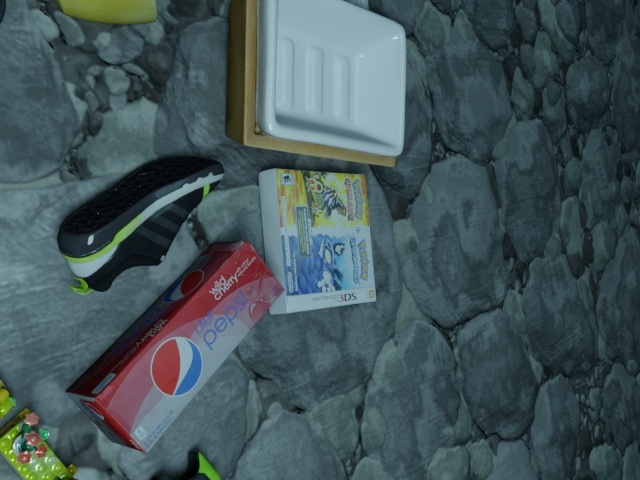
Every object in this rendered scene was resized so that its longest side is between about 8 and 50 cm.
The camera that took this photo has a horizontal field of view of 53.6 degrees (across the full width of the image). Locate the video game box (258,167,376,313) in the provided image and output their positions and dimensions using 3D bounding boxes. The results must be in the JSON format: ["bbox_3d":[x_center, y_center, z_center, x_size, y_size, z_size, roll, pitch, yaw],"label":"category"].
[{"bbox_3d":[0.000,0.000,0.944,0.187,0.048,0.205,-2,86,-46],"label":"video game box"}]

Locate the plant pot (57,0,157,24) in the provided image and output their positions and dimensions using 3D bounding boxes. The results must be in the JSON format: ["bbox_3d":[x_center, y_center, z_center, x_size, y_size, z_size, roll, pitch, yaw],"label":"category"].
[{"bbox_3d":[-0.253,-0.298,0.706,0.095,0.134,0.134,-23,101,-16],"label":"plant pot"}]

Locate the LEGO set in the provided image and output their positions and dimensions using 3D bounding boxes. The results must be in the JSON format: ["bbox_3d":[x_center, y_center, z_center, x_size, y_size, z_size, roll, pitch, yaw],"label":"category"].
[{"bbox_3d":[-0.274,0.266,0.609,0.132,0.107,0.287,3,83,-43],"label":"LEGO set"}]

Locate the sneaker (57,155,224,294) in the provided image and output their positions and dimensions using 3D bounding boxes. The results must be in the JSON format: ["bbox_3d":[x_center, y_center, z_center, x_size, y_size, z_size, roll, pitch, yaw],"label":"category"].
[{"bbox_3d":[-0.206,-0.021,0.750,0.234,0.084,0.097,-39,134,-38],"label":"sneaker"}]

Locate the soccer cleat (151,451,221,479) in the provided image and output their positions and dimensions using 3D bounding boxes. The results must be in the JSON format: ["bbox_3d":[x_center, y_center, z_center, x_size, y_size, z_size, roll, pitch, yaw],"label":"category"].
[{"bbox_3d":[-0.187,0.318,0.724,0.179,0.060,0.072,-38,100,-46],"label":"soccer cleat"}]

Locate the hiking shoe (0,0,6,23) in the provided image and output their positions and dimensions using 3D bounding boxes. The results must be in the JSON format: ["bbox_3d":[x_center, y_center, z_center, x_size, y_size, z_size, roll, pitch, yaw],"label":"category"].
[{"bbox_3d":[-0.442,-0.208,0.540,0.304,0.113,0.132,-26,72,-35],"label":"hiking shoe"}]

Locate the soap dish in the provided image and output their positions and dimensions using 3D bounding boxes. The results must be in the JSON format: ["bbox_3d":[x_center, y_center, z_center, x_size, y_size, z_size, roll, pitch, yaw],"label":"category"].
[{"bbox_3d":[-0.005,-0.230,0.908,0.290,0.118,0.229,1,90,-43],"label":"soap dish"}]

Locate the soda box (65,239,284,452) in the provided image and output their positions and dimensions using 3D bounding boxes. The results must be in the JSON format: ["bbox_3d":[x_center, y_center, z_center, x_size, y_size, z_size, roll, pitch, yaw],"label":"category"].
[{"bbox_3d":[-0.162,0.115,0.751,0.263,0.083,0.092,-50,117,-35],"label":"soda box"}]

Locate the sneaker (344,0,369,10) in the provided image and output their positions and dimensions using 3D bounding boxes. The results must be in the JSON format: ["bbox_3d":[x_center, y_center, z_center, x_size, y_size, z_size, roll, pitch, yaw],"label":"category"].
[{"bbox_3d":[-0.009,-0.410,0.957,0.269,0.153,0.101,72,15,-58],"label":"sneaker"}]
